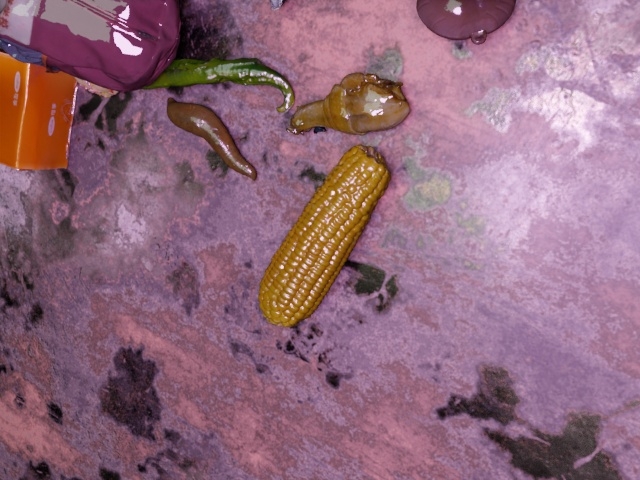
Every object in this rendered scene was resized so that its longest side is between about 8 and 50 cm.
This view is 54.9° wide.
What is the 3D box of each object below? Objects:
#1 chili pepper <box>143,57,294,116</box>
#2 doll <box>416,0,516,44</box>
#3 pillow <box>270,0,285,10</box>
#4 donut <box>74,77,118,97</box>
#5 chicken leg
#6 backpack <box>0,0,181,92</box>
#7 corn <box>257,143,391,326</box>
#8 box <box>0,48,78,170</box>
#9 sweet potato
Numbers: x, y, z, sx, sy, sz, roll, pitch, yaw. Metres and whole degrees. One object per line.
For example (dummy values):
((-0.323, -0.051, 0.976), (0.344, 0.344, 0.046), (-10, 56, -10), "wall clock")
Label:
((-0.215, -0.304, 1.149), (0.358, 0.076, 0.085), (13, 77, 22), "chili pepper")
((0.223, -0.385, 0.932), (0.145, 0.096, 0.188), (10, 76, 8), "doll")
((-0.057, -0.470, 1.058), (0.091, 0.055, 0.136), (48, 111, 14), "pillow")
((-0.462, -0.357, 1.251), (0.166, 0.065, 0.108), (49, 114, 11), "donut")
((0.040, -0.227, 1.039), (0.227, 0.088, 0.103), (0, 107, 30), "chicken leg")
((-0.399, -0.415, 1.106), (0.317, 0.197, 0.284), (26, 104, 2), "backpack")
((0.000, 0.000, 1.067), (0.120, 0.120, 0.363), (35, 107, 16), "corn")
((-0.697, -0.298, 1.323), (0.341, 0.143, 0.225), (19, 105, 22), "box")
((-0.209, -0.206, 1.165), (0.249, 0.059, 0.069), (38, 130, 11), "sweet potato")
